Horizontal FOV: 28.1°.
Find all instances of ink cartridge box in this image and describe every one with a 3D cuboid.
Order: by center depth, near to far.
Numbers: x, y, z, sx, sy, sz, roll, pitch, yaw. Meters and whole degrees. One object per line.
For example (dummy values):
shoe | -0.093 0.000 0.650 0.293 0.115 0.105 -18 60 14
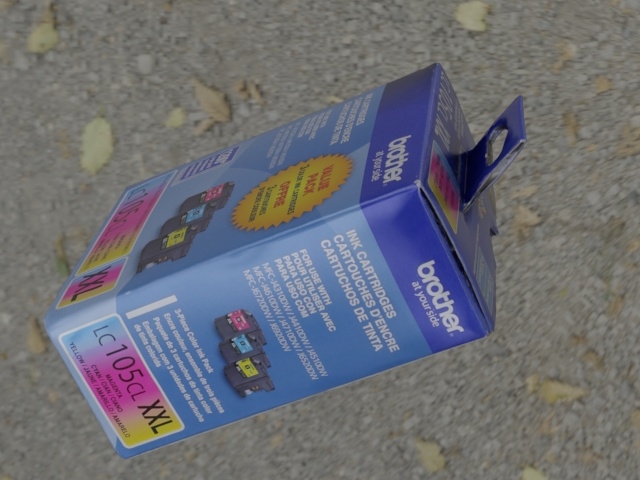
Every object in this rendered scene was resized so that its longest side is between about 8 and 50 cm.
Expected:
ink cartridge box | 0.000 0.000 1.083 0.395 0.270 0.151 -19 113 16
